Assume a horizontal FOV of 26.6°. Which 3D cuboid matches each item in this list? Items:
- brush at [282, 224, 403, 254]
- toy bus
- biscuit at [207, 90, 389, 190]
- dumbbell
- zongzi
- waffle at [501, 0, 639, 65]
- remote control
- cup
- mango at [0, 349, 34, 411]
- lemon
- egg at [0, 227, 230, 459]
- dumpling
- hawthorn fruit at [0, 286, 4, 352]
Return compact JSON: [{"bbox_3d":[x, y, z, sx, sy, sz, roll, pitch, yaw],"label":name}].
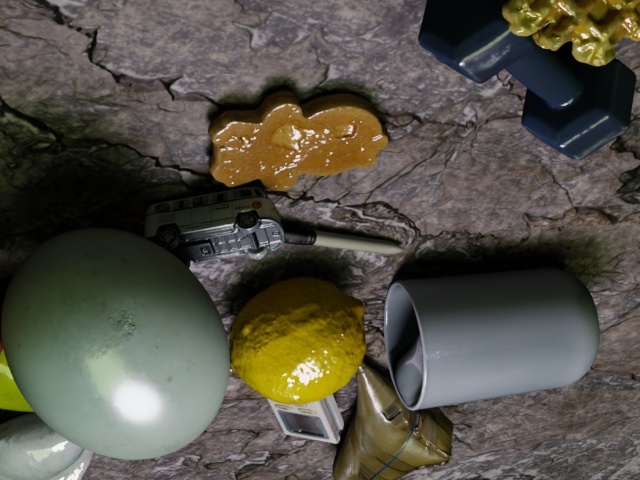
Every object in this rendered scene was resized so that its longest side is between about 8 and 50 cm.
[{"bbox_3d":[0.000,0.000,2.001,0.299,0.042,0.039,10,112,-31],"label":"brush"},{"bbox_3d":[-0.148,-0.019,1.877,0.194,0.089,0.087,-10,145,4],"label":"toy bus"},{"bbox_3d":[-0.028,-0.137,1.811,0.249,0.035,0.184,-9,145,-9],"label":"biscuit"},{"bbox_3d":[0.264,-0.226,1.700,0.156,0.143,0.316,-33,140,25],"label":"dumbbell"},{"bbox_3d":[0.066,0.335,2.429,0.260,0.123,0.289,-31,126,32],"label":"zongzi"},{"bbox_3d":[0.337,-0.356,1.524,0.302,0.068,0.325,-11,122,-22],"label":"waffle"},{"bbox_3d":[-0.038,0.260,2.290,0.103,0.055,0.277,7,148,18],"label":"remote control"},{"bbox_3d":[0.273,0.152,2.159,0.312,0.205,0.205,-5,143,-14],"label":"cup"},{"bbox_3d":[-0.389,0.172,2.002,0.343,0.156,0.192,10,149,-34],"label":"mango"},{"bbox_3d":[-0.034,0.154,2.067,0.231,0.192,0.192,-26,143,4],"label":"lemon"},{"bbox_3d":[-0.267,0.141,1.798,0.276,0.276,0.389,-21,138,10],"label":"egg"},{"bbox_3d":[-0.452,0.340,2.241,0.217,0.105,0.149,-22,144,-10],"label":"dumpling"},{"bbox_3d":[-0.544,0.093,1.734,0.295,0.295,0.311,-6,147,-12],"label":"hawthorn fruit"}]
